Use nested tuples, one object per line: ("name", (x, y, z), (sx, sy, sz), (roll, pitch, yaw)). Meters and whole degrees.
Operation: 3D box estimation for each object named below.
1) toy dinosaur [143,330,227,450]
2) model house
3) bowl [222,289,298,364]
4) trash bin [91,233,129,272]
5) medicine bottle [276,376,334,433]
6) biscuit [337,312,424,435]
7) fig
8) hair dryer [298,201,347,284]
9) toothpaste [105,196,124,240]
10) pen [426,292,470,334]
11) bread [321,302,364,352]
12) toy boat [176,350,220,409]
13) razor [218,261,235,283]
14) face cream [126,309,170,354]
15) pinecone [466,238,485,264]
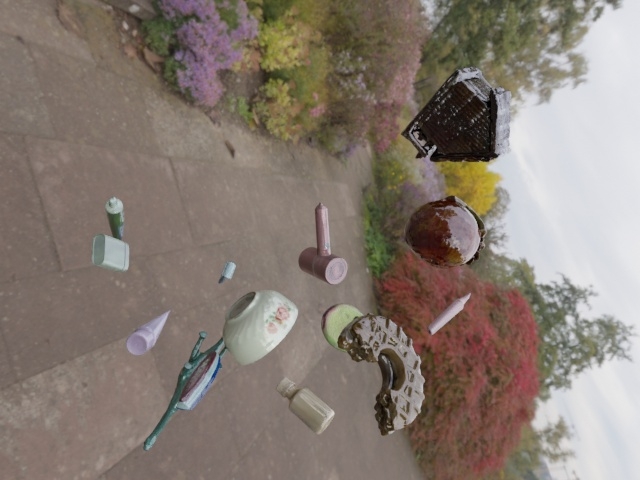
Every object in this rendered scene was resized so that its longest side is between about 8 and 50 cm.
("toy dinosaur", (-0.447, 0.483, 1.570), (0.129, 0.330, 0.383), (34, 19, -2))
("model house", (0.474, -0.353, 1.456), (0.282, 0.297, 0.317), (44, 33, 11))
("bowl", (-0.224, 0.267, 1.547), (0.145, 0.277, 0.277), (52, 22, -19))
("trash bin", (-0.759, 0.048, 1.669), (0.130, 0.059, 0.116), (45, 36, -69))
("medicine bottle", (-0.069, 0.659, 1.866), (0.252, 0.114, 0.114), (35, 4, 21))
("biscuit", (0.211, 0.403, 1.476), (0.268, 0.115, 0.366), (-13, 79, -49))
("fig", (0.323, -0.024, 1.199), (0.205, 0.205, 0.205), (-18, 90, -74))
("hair dryer", (0.000, 0.000, 1.995), (0.125, 0.210, 0.352), (-16, 113, -34))
("toothpaste", (-0.809, -0.075, 1.834), (0.392, 0.061, 0.098), (129, -37, -61))
("pen", (0.433, 0.240, 1.544), (0.032, 0.197, 0.053), (44, -15, 32))
("bread", (0.112, 0.363, 1.945), (0.033, 0.229, 0.228), (117, -27, -49))
("toy boat", (-0.359, 0.411, 1.386), (0.229, 0.080, 0.045), (-60, 144, -58))
("razor", (-0.374, 0.139, 1.791), (0.040, 0.135, 0.068), (26, 55, -15))
("face cream", (-0.714, 0.391, 1.931), (0.096, 0.154, 0.274), (29, 8, -2))
("pinecone", (0.573, 0.015, 1.924), (0.208, 0.208, 0.207), (-18, 90, -74))
